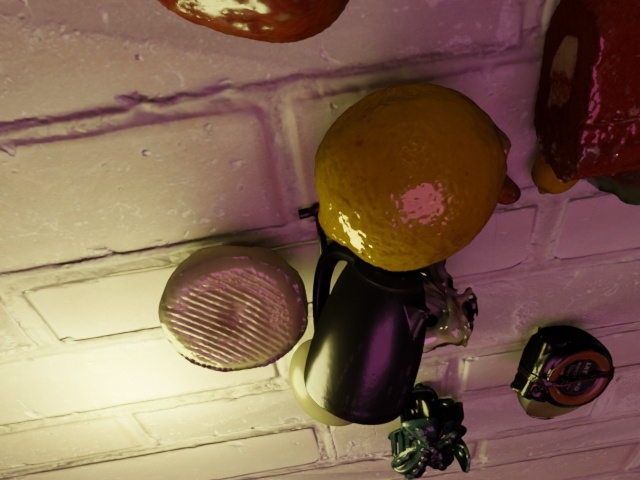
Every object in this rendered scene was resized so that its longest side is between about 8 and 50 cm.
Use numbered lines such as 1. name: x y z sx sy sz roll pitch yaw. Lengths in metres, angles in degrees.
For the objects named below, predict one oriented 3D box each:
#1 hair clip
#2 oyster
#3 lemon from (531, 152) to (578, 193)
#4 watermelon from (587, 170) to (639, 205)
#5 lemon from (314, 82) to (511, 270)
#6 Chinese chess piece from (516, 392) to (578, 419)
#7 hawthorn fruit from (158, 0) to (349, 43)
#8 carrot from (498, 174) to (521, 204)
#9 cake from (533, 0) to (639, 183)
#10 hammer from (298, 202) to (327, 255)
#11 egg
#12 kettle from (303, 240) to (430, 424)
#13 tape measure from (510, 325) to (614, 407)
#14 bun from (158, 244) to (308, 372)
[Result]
1. hair clip: 0.311 0.552 1.318 0.206 0.195 0.310 1 131 -1
2. oyster: 0.205 0.112 0.959 0.237 0.115 0.351 -25 116 32
3. lemon: 0.420 -0.127 0.822 0.082 0.082 0.111 14 126 -19
4. watermelon: 0.540 -0.177 0.727 0.214 0.289 0.320 53 135 1
5. lemon: 0.127 -0.093 0.693 0.292 0.293 0.293 -4 130 -5
6. Chinese chess piece: 0.663 0.434 1.333 0.188 0.083 0.188 -3 133 -3
7. hawthorn fruit: -0.070 -0.331 0.478 0.261 0.258 0.258 -23 130 3
8. carrot: 0.294 -0.116 0.832 0.186 0.060 0.060 22 124 -28
9. cake: 0.405 -0.225 0.674 0.150 0.177 0.283 -11 120 0
10. hammer: 0.000 0.000 0.913 0.065 0.021 0.178 -9 133 0
11. egg: 0.026 0.323 1.077 0.186 0.186 0.242 -30 126 17
12. kettle: 0.072 0.139 0.859 0.207 0.268 0.290 -12 123 -39
13. tape measure: 0.614 0.317 1.177 0.222 0.135 0.202 12 106 -9
14. bun: -0.167 0.120 0.909 0.287 0.146 0.287 -6 117 -11
